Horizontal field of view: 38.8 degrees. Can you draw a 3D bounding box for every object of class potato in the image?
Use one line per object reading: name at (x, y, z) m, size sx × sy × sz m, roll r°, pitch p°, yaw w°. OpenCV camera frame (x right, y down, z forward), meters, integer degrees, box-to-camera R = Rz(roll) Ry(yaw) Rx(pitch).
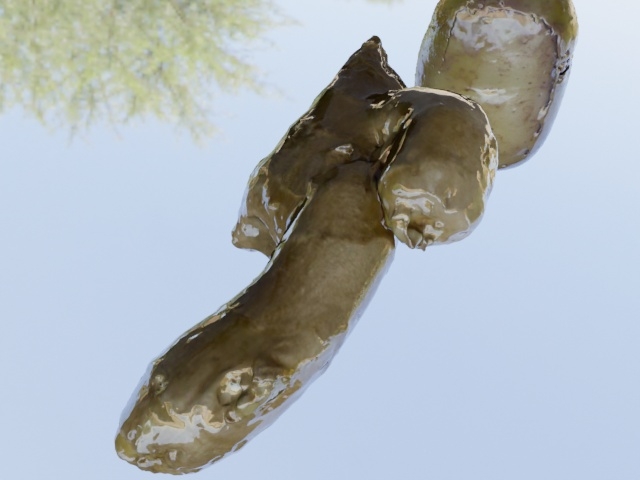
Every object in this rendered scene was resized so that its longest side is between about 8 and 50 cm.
potato at (0.120, -0.119, 0.639) m, size 0.107 × 0.170 × 0.080 m, roll 10°, pitch -138°, yaw 12°

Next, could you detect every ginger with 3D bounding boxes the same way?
ginger at (-0.009, 0.003, 0.382) m, size 0.059 × 0.214 × 0.133 m, roll 46°, pitch 170°, yaw -32°
